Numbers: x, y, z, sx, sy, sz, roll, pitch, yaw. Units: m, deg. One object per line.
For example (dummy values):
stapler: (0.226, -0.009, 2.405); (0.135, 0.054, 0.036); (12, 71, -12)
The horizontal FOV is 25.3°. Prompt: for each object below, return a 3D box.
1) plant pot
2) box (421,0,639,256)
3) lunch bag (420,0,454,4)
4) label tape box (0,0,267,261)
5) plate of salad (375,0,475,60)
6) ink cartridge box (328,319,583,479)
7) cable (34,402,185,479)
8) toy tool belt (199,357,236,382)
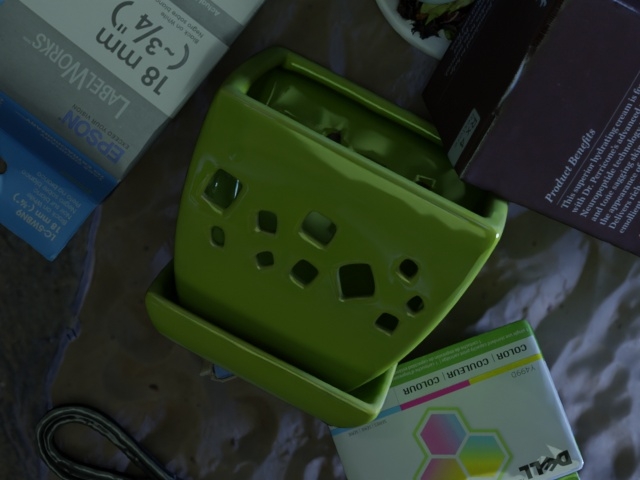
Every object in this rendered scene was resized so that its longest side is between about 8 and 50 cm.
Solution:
plant pot: (0.000, 0.000, 1.106); (0.227, 0.228, 0.207); (27, 109, 1)
box: (0.215, -0.112, 1.096); (0.203, 0.167, 0.168); (23, 113, -16)
lunch bag: (0.097, -0.287, 1.055); (0.176, 0.219, 0.090); (-27, 143, 7)
label tape box: (-0.212, -0.166, 1.125); (0.241, 0.106, 0.333); (38, 99, -9)
plate of salad: (0.135, -0.237, 1.151); (0.200, 0.048, 0.199); (-1, 104, -3)
ink cartridge box: (0.132, 0.219, 1.184); (0.189, 0.097, 0.255); (-21, 76, 3)
cable: (-0.118, 0.238, 1.241); (0.139, 0.072, 0.287); (-40, 101, 1)
toy tool belt: (-0.065, 0.090, 1.218); (0.083, 0.051, 0.052); (-27, 103, 4)
